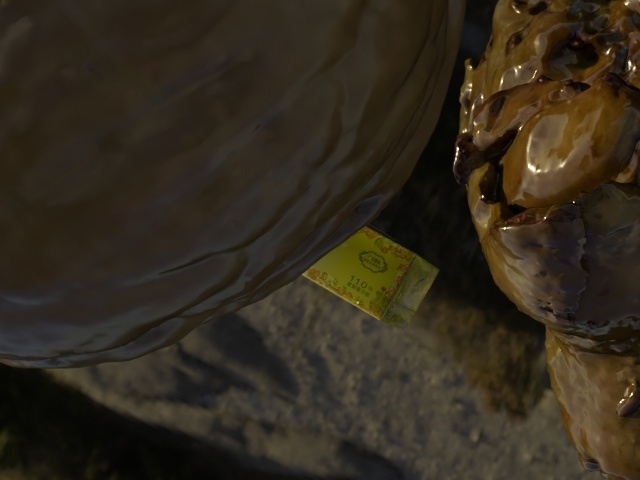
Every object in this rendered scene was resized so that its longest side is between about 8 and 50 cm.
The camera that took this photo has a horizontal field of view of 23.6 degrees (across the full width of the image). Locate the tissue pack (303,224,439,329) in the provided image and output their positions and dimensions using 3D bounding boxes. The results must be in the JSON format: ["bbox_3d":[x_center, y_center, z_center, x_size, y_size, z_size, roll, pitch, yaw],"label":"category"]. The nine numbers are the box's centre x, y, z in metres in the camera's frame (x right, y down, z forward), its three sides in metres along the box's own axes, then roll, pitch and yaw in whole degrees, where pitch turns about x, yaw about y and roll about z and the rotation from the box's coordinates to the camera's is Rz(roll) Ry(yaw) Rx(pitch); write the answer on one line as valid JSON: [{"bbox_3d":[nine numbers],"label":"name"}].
[{"bbox_3d":[0.000,0.000,1.220,0.176,0.062,0.095,31,-179,17],"label":"tissue pack"}]

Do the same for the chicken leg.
[{"bbox_3d":[0.157,0.029,0.803,0.182,0.295,0.410,-3,93,18],"label":"chicken leg"}]

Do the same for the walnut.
[{"bbox_3d":[-0.055,-0.065,0.447,0.213,0.213,0.213,14,136,14],"label":"walnut"}]
